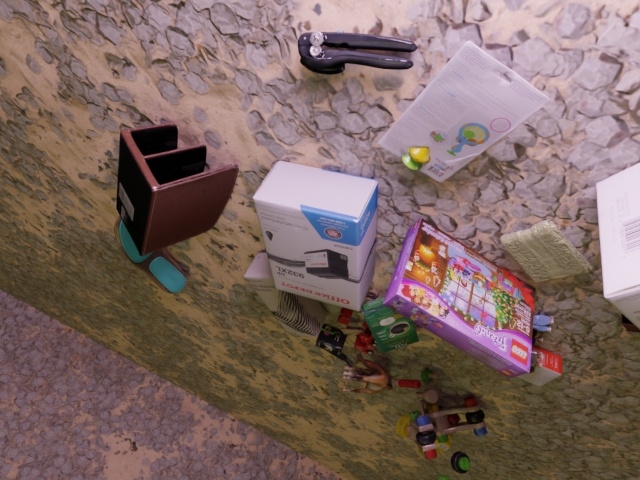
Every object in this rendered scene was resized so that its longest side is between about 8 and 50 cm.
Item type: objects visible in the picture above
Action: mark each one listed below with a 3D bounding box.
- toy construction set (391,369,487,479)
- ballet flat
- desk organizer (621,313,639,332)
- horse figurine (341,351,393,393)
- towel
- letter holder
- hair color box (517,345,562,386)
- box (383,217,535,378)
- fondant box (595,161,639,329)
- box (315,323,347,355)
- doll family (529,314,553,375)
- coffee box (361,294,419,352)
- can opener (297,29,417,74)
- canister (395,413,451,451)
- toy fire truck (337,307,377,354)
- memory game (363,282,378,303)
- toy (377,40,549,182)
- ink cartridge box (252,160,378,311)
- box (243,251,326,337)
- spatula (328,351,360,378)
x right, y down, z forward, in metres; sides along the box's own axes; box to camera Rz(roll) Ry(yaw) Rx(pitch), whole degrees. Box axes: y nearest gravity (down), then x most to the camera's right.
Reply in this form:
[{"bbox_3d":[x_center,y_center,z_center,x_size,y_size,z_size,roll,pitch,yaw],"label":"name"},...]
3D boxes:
[{"bbox_3d":[0.331,0.550,1.360,0.308,0.257,0.237,55,152,-3],"label":"toy construction set"},{"bbox_3d":[-0.549,0.035,1.357,0.124,0.116,0.342,22,151,39],"label":"ballet flat"},{"bbox_3d":[0.613,0.138,0.778,0.050,0.047,0.130,42,163,-13],"label":"desk organizer"},{"bbox_3d":[0.158,0.447,1.394,0.175,0.066,0.263,5,142,4],"label":"horse figurine"},{"bbox_3d":[0.422,0.025,0.811,0.148,0.027,0.110,40,142,-18],"label":"towel"},{"bbox_3d":[-0.339,-0.123,1.014,0.152,0.215,0.302,58,144,12],"label":"letter holder"},{"bbox_3d":[0.489,0.291,1.065,0.167,0.053,0.093,22,143,4],"label":"hair color box"},{"bbox_3d":[0.284,0.109,0.850,0.293,0.200,0.057,31,143,-6],"label":"box"},{"bbox_3d":[0.543,0.068,0.615,0.330,0.238,0.096,38,140,-14],"label":"fondant box"},{"bbox_3d":[0.034,0.311,1.351,0.083,0.062,0.052,20,144,8],"label":"box"},{"bbox_3d":[0.446,0.226,0.976,0.112,0.076,0.192,11,98,13],"label":"doll family"},{"bbox_3d":[0.184,0.217,1.132,0.113,0.040,0.184,-22,128,8],"label":"coffee box"},{"bbox_3d":[0.052,-0.288,0.651,0.186,0.073,0.059,7,100,20],"label":"can opener"},{"bbox_3d":[0.390,0.730,1.627,0.170,0.073,0.126,31,143,-7],"label":"canister"},{"bbox_3d":[0.109,0.262,1.251,0.135,0.047,0.192,19,145,5],"label":"toy fire truck"},{"bbox_3d":[0.067,0.130,1.158,0.186,0.012,0.186,16,142,13],"label":"memory game"},{"bbox_3d":[0.206,-0.191,0.662,0.137,0.056,0.237,30,148,-10],"label":"toy"},{"bbox_3d":[0.000,0.000,0.948,0.223,0.129,0.307,13,141,17],"label":"ink cartridge box"},{"bbox_3d":[-0.092,0.157,1.218,0.113,0.094,0.275,-3,134,33],"label":"box"},{"bbox_3d":[0.093,0.428,1.480,0.084,0.030,0.296,-17,126,45],"label":"spatula"}]
